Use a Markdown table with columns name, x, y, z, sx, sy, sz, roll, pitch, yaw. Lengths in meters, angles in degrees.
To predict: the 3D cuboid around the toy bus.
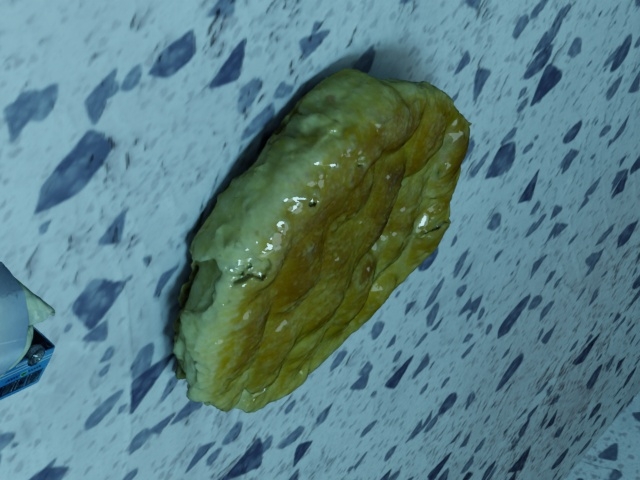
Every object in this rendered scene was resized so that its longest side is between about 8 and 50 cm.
| name | x | y | z | sx | sy | sz | roll | pitch | yaw |
| --- | --- | --- | --- | --- | --- | --- | --- | --- | --- |
| toy bus | -0.213 | 0.081 | 1.126 | 0.083 | 0.038 | 0.046 | -25 | 147 | -52 |

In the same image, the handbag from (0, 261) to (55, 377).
| name | x | y | z | sx | sy | sz | roll | pitch | yaw |
| --- | --- | --- | --- | --- | --- | --- | --- | --- | --- |
| handbag | -0.231 | 0.049 | 0.924 | 0.173 | 0.117 | 0.095 | -8 | 111 | -66 |

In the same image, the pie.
| name | x | y | z | sx | sy | sz | roll | pitch | yaw |
| --- | --- | --- | --- | --- | --- | --- | --- | --- | --- |
| pie | 0.000 | 0.000 | 1.416 | 0.339 | 0.083 | 0.339 | -43 | 158 | -23 |
